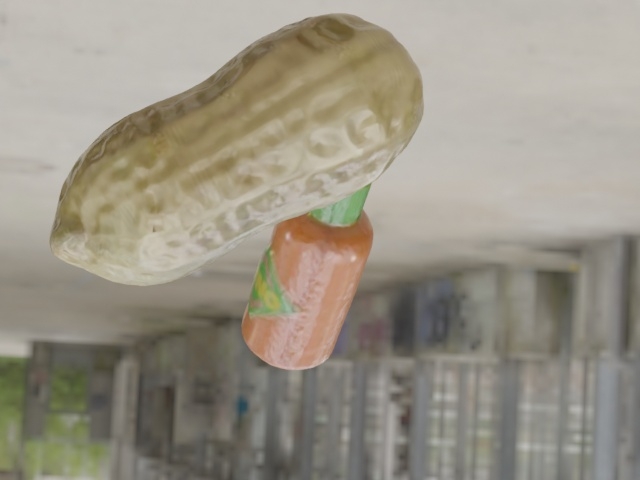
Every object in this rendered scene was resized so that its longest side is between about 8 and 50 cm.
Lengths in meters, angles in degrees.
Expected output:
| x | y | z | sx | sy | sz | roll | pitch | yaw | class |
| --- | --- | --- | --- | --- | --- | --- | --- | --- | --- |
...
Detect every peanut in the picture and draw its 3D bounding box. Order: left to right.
| x | y | z | sx | sy | sz | roll | pitch | yaw | class |
| --- | --- | --- | --- | --- | --- | --- | --- | --- | --- |
| -0.024 | -0.022 | 0.488 | 0.113 | 0.054 | 0.054 | -26 | 167 | 15 | peanut |

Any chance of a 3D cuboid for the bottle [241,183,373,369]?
| x | y | z | sx | sy | sz | roll | pitch | yaw | class |
| --- | --- | --- | --- | --- | --- | --- | --- | --- | --- |
| 0.000 | 0.000 | 1.192 | 0.069 | 0.187 | 0.069 | 12 | -142 | -10 | bottle |
